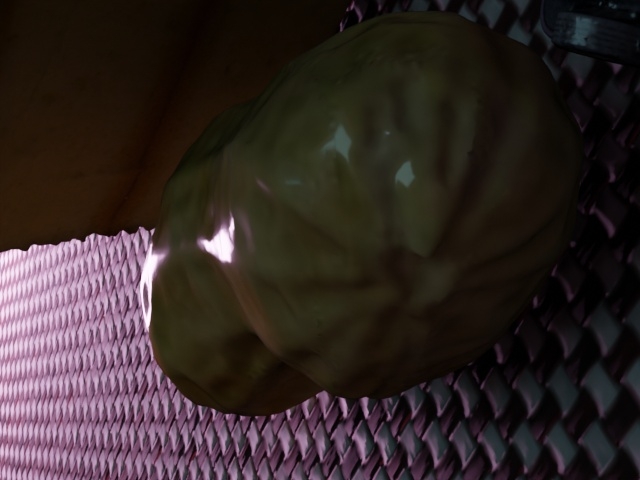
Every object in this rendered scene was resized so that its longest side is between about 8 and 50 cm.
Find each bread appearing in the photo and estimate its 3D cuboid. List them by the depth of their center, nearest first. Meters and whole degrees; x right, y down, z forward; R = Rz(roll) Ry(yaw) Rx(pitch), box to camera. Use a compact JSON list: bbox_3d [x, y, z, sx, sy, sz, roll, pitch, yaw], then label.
[{"bbox_3d":[-0.177,-0.207,0.729,0.362,0.233,0.245,53,132,27],"label":"bread"}]

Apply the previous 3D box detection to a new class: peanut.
[{"bbox_3d":[0.000,0.000,0.532,0.305,0.147,0.147,-20,62,62],"label":"peanut"}]

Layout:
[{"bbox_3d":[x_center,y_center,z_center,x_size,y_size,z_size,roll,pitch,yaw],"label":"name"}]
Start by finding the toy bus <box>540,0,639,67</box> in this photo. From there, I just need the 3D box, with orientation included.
[{"bbox_3d":[0.142,-0.072,0.318,0.178,0.098,0.087,29,108,60],"label":"toy bus"}]
